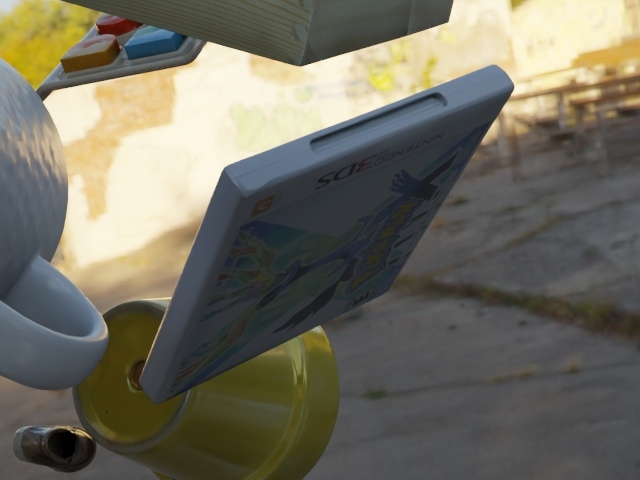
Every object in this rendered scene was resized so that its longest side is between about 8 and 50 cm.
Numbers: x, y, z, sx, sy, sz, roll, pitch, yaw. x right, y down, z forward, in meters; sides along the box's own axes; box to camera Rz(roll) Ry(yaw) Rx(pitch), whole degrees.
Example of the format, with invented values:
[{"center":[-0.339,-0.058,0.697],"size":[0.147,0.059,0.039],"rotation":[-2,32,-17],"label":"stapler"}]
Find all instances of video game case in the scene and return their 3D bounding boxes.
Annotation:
[{"center":[0.000,0.000,1.130],"size":[0.300,0.036,0.329],"rotation":[-24,-23,-34],"label":"video game case"}]

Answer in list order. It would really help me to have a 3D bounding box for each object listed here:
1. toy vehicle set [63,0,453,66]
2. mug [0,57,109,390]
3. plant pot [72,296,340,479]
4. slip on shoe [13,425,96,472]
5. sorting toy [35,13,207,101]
[{"center":[-0.037,-0.142,0.663],"size":[0.165,0.035,0.267],"rotation":[18,19,15],"label":"toy vehicle set"},{"center":[-0.320,-0.014,0.954],"size":[0.276,0.374,0.328],"rotation":[-53,0,2],"label":"mug"},{"center":[-0.140,0.165,1.424],"size":[0.254,0.254,0.239],"rotation":[-8,-15,27],"label":"plant pot"},{"center":[-0.278,0.224,1.377],"size":[0.041,0.052,0.135],"rotation":[-7,-19,22],"label":"slip on shoe"},{"center":[-0.197,-0.225,1.383],"size":[0.208,0.038,0.193],"rotation":[-12,28,20],"label":"sorting toy"}]
